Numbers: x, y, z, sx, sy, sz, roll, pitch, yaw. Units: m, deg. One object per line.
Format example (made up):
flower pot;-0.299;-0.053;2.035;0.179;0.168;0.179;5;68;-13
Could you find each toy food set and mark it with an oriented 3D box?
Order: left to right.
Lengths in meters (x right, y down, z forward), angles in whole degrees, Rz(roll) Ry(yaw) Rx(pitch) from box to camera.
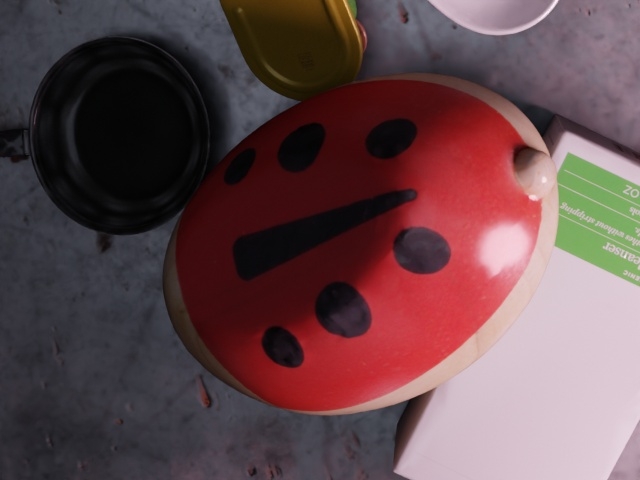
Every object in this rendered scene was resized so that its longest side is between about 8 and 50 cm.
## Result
toy food set;-0.013;-0.210;1.763;0.128;0.071;0.218;-8;118;27

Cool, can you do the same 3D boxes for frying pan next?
frying pan;-0.252;-0.078;1.828;0.326;0.053;0.197;-26;87;20

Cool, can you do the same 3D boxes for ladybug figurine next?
ladybug figurine;0.016;0.002;1.675;0.449;0.162;0.305;-26;72;35

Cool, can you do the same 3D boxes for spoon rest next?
spoon rest;0.103;-0.286;1.733;0.276;0.084;0.137;19;102;4

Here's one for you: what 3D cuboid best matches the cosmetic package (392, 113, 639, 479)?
cosmetic package;0.232;0.086;1.747;0.197;0.155;0.365;24;101;-1
